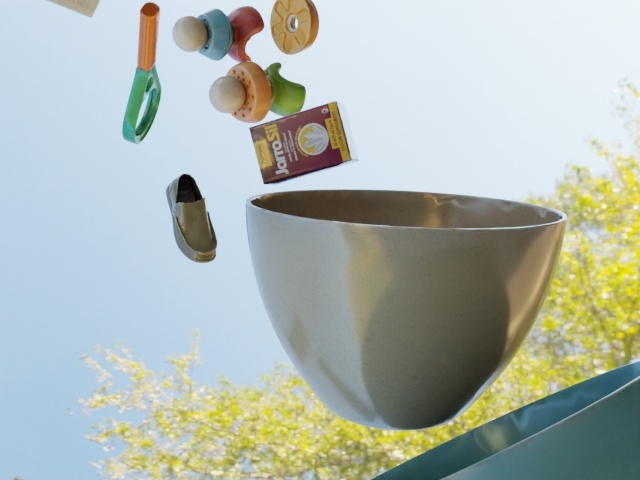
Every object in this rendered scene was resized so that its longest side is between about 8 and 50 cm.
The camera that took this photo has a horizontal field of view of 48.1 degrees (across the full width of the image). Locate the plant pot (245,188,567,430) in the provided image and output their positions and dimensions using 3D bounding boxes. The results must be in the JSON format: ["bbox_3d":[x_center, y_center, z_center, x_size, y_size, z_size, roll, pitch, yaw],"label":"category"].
[{"bbox_3d":[0.070,0.060,0.663,0.284,0.284,0.191,-9,-74,-49],"label":"plant pot"}]

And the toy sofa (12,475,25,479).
[{"bbox_3d":[-0.461,0.464,0.940,0.150,0.177,0.362,-58,-7,2],"label":"toy sofa"}]

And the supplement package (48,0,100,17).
[{"bbox_3d":[-0.314,-0.448,0.841,0.175,0.293,0.177,31,-169,5],"label":"supplement package"}]

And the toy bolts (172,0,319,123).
[{"bbox_3d":[-0.136,-0.330,1.193,0.158,0.218,0.228,-14,-132,-42],"label":"toy bolts"}]

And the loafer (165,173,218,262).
[{"bbox_3d":[-0.189,-0.035,1.039,0.056,0.050,0.148,-15,-116,-27],"label":"loafer"}]

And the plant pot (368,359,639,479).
[{"bbox_3d":[0.150,0.246,0.474,0.293,0.293,0.235,-8,-113,-49],"label":"plant pot"}]

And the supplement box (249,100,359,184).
[{"bbox_3d":[-0.014,-0.086,0.639,0.043,0.083,0.055,-21,-84,-76],"label":"supplement box"}]

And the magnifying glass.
[{"bbox_3d":[-0.240,-0.222,0.976,0.026,0.231,0.092,23,-128,-3],"label":"magnifying glass"}]
